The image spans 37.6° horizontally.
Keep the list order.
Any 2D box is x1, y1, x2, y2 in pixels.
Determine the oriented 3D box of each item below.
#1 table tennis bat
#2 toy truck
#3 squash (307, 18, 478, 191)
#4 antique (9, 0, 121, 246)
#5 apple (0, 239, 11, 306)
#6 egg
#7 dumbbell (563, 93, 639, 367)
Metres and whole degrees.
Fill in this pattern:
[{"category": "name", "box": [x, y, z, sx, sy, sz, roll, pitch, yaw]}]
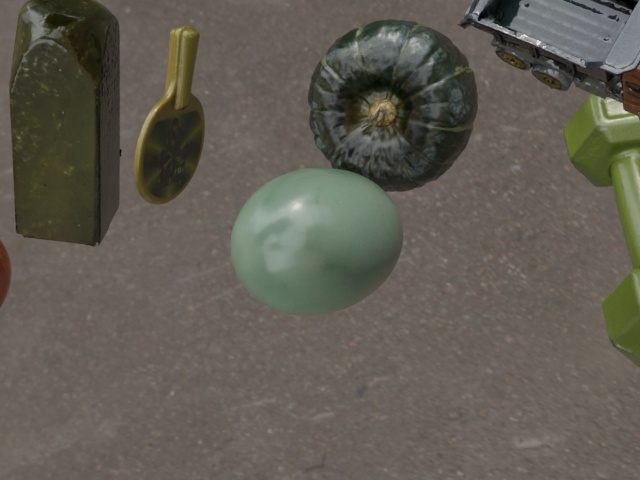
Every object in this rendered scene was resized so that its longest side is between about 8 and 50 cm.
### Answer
[{"category": "table tennis bat", "box": [-0.258, -0.216, 1.647, 0.050, 0.198, 0.320, 19, 111, 21]}, {"category": "toy truck", "box": [0.201, -0.151, 0.682, 0.192, 0.092, 0.083, 30, 89, 23]}, {"category": "squash", "box": [0.103, -0.196, 1.379, 0.252, 0.165, 0.252, 3, 100, 18]}, {"category": "antique", "box": [-0.230, -0.109, 0.851, 0.081, 0.220, 0.080, 7, 33, 0]}, {"category": "apple", "box": [-0.468, 0.047, 1.164, 0.163, 0.163, 0.139, 20, 100, 38]}, {"category": "egg", "box": [0.000, 0.000, 1.082, 0.168, 0.231, 0.168, 10, 105, 42]}, {"category": "dumbbell", "box": [0.328, -0.021, 0.953, 0.121, 0.108, 0.302, -9, 55, 9]}]
